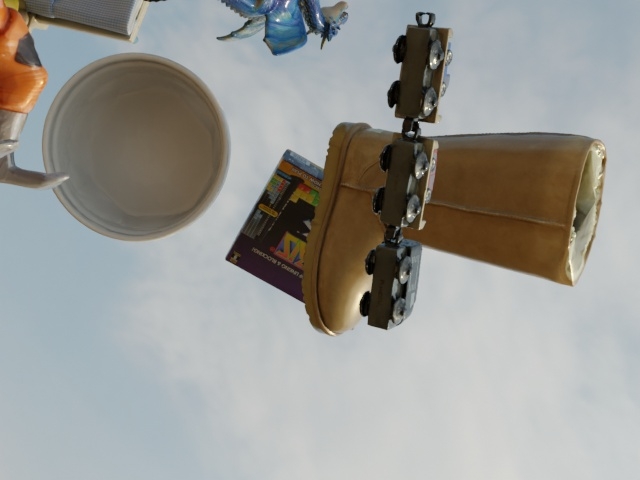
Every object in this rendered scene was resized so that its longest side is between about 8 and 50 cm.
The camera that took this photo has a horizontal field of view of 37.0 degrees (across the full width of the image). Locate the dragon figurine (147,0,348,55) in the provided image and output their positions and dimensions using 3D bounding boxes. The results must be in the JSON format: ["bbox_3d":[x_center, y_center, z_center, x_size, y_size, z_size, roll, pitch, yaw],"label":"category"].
[{"bbox_3d":[-0.058,-0.246,1.011,0.085,0.289,0.144,20,-50,25],"label":"dragon figurine"}]

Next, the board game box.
[{"bbox_3d":[0.000,0.000,1.077,0.170,0.048,0.141,29,-70,-6],"label":"board game box"}]

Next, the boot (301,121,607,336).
[{"bbox_3d":[0.117,0.004,0.915,0.269,0.089,0.236,12,-79,34],"label":"boot"}]

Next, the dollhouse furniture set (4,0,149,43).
[{"bbox_3d":[-0.254,-0.381,1.134,0.286,0.303,0.198,17,-9,19],"label":"dollhouse furniture set"}]

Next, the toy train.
[{"bbox_3d":[0.045,-0.033,0.478,0.027,0.036,0.158,14,-76,29],"label":"toy train"}]

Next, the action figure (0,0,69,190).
[{"bbox_3d":[-0.290,-0.200,0.659,0.341,0.178,0.330,-8,80,-82],"label":"action figure"}]

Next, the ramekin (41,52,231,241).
[{"bbox_3d":[-0.200,-0.104,1.089,0.207,0.207,0.109,55,2,-1],"label":"ramekin"}]
